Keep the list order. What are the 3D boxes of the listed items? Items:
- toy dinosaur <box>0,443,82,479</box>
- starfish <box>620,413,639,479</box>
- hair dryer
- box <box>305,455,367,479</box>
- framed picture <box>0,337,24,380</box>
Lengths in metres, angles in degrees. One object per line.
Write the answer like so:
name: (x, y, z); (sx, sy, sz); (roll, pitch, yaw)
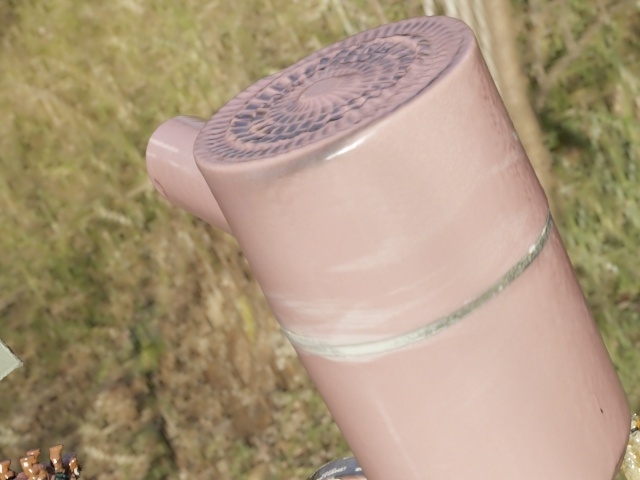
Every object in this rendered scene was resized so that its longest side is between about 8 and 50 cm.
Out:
toy dinosaur: (-0.270, 0.224, 1.372); (0.049, 0.055, 0.154); (-11, 5, 29)
starfish: (0.259, 0.228, 1.067); (0.150, 0.210, 0.053); (0, -9, 38)
hair dryer: (0.000, 0.000, 0.735); (0.125, 0.210, 0.352); (-33, 24, -14)
box: (0.029, 0.274, 1.194); (0.151, 0.151, 0.135); (-14, 23, 28)
framed picture: (-0.379, 0.040, 0.990); (0.231, 0.293, 0.018); (-36, 14, 10)
